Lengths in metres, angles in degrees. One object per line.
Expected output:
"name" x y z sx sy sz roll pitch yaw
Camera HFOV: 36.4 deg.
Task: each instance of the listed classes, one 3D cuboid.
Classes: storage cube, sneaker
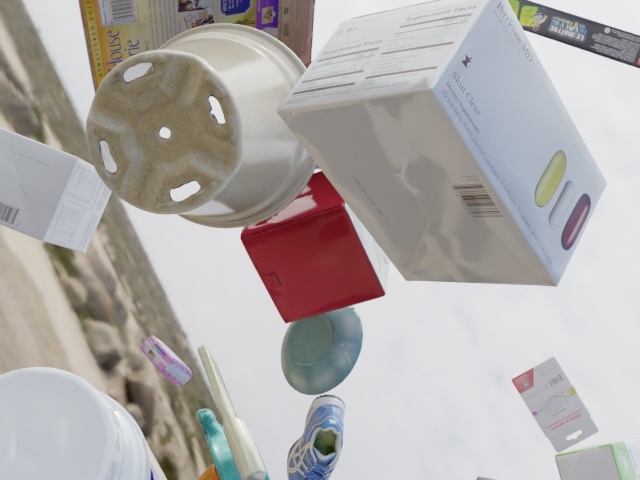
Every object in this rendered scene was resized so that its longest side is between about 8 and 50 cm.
"storage cube" 0.000 0.000 1.690 0.183 0.193 0.215 -73 142 -59
"sneaker" -0.010 0.364 1.638 0.081 0.080 0.211 -95 -164 -66

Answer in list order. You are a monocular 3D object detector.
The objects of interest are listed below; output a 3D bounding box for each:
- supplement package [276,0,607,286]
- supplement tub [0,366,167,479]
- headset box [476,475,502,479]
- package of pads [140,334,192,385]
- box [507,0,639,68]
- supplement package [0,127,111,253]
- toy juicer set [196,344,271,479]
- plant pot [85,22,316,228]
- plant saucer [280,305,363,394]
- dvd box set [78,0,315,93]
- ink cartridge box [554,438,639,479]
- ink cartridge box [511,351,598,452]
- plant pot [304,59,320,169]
"supplement package" 0.128 -0.093 0.979 0.204 0.145 0.262 0 -41 46
"supplement tub" -0.304 0.316 1.159 0.241 0.241 0.331 57 -15 32
"headset box" 0.287 0.558 1.633 0.218 0.110 0.293 -77 176 -49
"package of pads" -0.228 0.178 1.435 0.083 0.032 0.050 33 -12 51
"box" 0.324 -0.248 1.175 0.207 0.114 0.036 27 -72 28
"supplement package" -0.622 -0.106 2.193 0.199 0.198 0.263 21 -4 9
"toy juicer set" -0.100 0.316 1.192 0.209 0.090 0.329 -123 -167 -56
"plant pot" -0.184 -0.163 1.443 0.333 0.334 0.305 65 12 -3
"plant saucer" -0.009 0.191 1.822 0.037 0.195 0.195 32 16 -46
"dvd box set" -0.216 -0.396 1.760 0.307 0.421 0.062 94 -22 -52
"ink cartridge box" 0.590 0.485 1.845 0.353 0.119 0.207 11 61 -54
"ink cartridge box" 0.537 0.370 2.227 0.198 0.115 0.067 59 12 4
"plant pot" 0.077 -0.254 1.793 0.265 0.272 0.272 -11 -72 41
